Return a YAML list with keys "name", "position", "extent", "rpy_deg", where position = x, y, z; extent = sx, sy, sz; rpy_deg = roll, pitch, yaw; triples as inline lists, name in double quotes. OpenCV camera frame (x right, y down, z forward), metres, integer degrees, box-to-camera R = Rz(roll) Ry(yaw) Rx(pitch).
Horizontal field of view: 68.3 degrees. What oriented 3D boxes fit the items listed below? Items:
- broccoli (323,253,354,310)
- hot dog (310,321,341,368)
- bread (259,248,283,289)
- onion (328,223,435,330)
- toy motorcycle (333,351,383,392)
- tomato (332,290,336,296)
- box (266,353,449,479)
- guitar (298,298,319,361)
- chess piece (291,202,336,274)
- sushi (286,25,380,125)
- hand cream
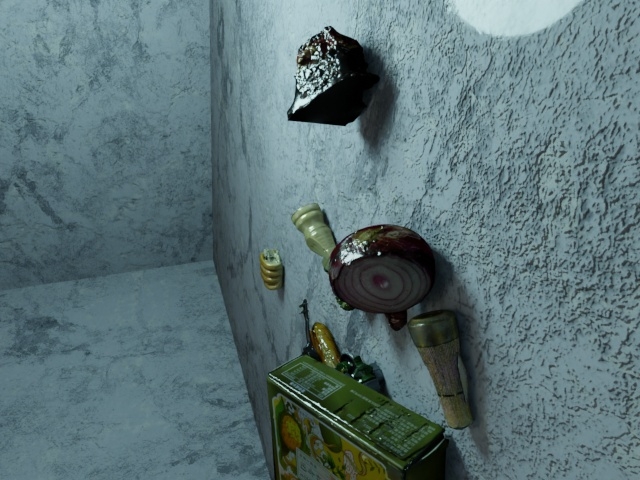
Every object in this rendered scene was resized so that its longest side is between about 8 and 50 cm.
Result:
- name: "broccoli"
  position: [0.083, 0.068, 1.022]
  extent: [0.162, 0.138, 0.145]
  rpy_deg: [-49, 25, 36]
- name: "hot dog"
  position: [0.022, 0.360, 1.383]
  extent: [0.115, 0.072, 0.268]
  rpy_deg: [109, 148, -53]
- name: "bread"
  position: [-0.195, 0.117, 1.876]
  extent: [0.119, 0.084, 0.177]
  rpy_deg: [-125, 29, -52]
- name: "onion"
  position: [0.124, 0.071, 0.884]
  extent: [0.139, 0.196, 0.218]
  rpy_deg: [-85, -29, -54]
- name: "toy motorcycle"
  position: [0.075, 0.402, 1.178]
  extent: [0.187, 0.125, 0.274]
  rpy_deg: [53, 143, 32]
- name: "tomato"
  position: [0.072, 0.109, 1.138]
  extent: [0.075, 0.087, 0.087]
  rpy_deg: [18, 117, 39]
- name: "box"
  position: [0.062, 0.501, 1.034]
  extent: [0.421, 0.138, 0.372]
  rpy_deg: [17, 116, 45]
- name: "guitar"
  position: [-0.035, 0.301, 1.377]
  extent: [0.084, 0.038, 0.270]
  rpy_deg: [-44, 53, 56]
- name: "chess piece"
  position: [0.000, 0.000, 1.310]
  extent: [0.200, 0.090, 0.090]
  rpy_deg: [61, 154, 20]
- name: "sushi"
  position: [0.022, -0.357, 0.993]
  extent: [0.172, 0.153, 0.150]
  rpy_deg: [-38, 58, 57]
- name: "hand cream"
  position: [0.213, 0.224, 0.808]
  extent: [0.084, 0.084, 0.203]
  rpy_deg: [159, 97, -70]
